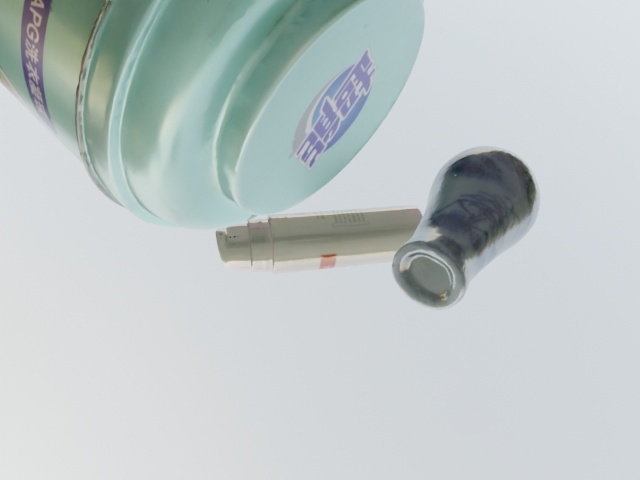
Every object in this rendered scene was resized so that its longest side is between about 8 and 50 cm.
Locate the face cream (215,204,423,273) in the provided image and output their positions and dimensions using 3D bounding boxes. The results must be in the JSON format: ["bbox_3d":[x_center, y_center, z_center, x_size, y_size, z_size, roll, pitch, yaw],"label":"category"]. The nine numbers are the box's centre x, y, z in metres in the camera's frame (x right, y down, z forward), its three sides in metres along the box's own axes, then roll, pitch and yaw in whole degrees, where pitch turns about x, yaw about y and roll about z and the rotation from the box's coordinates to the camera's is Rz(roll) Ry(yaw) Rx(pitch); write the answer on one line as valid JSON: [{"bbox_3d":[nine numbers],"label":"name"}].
[{"bbox_3d":[0.000,0.000,1.061,0.345,0.102,0.102,-5,-114,-9],"label":"face cream"}]

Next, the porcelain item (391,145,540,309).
[{"bbox_3d":[0.182,-0.024,0.771,0.141,0.141,0.259,35,-133,10],"label":"porcelain item"}]

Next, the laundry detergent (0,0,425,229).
[{"bbox_3d":[-0.097,-0.181,0.454,0.305,0.287,0.287,42,-111,17],"label":"laundry detergent"}]
